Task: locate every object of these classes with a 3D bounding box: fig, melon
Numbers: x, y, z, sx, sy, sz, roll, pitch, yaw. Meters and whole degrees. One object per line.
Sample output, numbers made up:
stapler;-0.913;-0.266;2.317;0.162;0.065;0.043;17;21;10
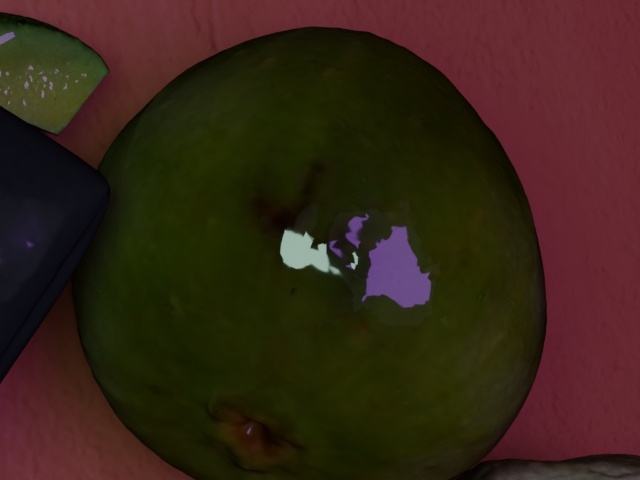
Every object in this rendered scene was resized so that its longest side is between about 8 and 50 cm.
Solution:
fig;0.000;0.000;1.145;0.316;0.316;0.316;2;86;-36
melon;-0.228;-0.075;1.117;0.209;0.064;0.118;-52;121;-24

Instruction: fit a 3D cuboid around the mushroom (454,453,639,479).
mushroom;0.134;0.237;1.291;0.164;0.189;0.267;41;89;-6

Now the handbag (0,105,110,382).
handbag;-0.294;0.012;0.948;0.302;0.178;0.275;33;78;-20
